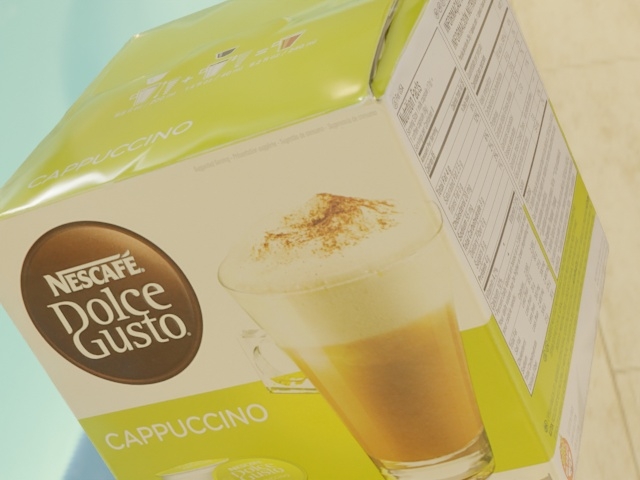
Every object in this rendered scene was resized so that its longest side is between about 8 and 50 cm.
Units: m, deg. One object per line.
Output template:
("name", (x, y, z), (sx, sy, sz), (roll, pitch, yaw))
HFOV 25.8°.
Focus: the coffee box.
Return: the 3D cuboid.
("coffee box", (0.000, 0.000, 1.080), (0.337, 0.334, 0.338), (-16, 26, 25))
